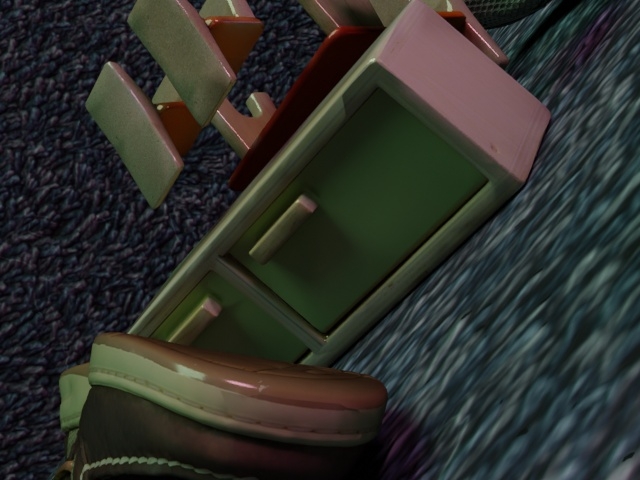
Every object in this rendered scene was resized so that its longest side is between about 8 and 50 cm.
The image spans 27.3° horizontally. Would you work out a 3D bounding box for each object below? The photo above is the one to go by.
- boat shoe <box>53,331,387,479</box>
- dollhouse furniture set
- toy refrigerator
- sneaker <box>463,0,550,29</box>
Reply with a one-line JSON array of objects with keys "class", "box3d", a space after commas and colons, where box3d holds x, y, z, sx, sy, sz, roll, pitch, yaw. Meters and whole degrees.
[{"class": "boat shoe", "box3d": [-0.065, 0.115, 0.602, 0.342, 0.123, 0.123, 159, 121, -67]}, {"class": "dollhouse furniture set", "box3d": [0.027, -0.120, 0.839, 0.262, 0.135, 0.259, -10, -33, -44]}, {"class": "toy refrigerator", "box3d": [0.000, 0.000, 0.757, 0.269, 0.102, 0.094, -45, 8, 36]}, {"class": "sneaker", "box3d": [0.163, -0.237, 0.853, 0.146, 0.134, 0.343, -61, 8, -32]}]
